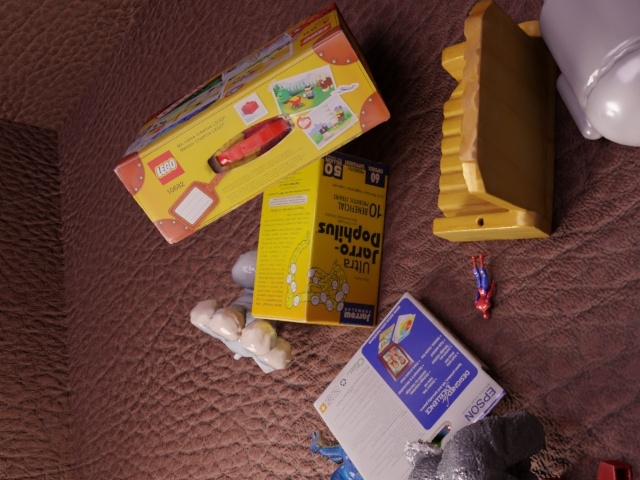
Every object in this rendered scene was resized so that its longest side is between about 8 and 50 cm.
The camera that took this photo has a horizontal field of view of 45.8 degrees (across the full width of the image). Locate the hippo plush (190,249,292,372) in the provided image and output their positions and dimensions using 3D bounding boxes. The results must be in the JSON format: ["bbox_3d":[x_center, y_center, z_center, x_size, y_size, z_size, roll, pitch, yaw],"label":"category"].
[{"bbox_3d":[-0.127,0.158,1.772,0.234,0.294,0.236,17,69,33],"label":"hippo plush"}]

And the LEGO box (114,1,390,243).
[{"bbox_3d":[-0.132,-0.254,1.565,0.500,0.193,0.372,-29,22,12],"label":"LEGO box"}]

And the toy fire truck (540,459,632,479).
[{"bbox_3d":[0.396,0.422,1.156,0.135,0.047,0.192,2,84,52],"label":"toy fire truck"}]

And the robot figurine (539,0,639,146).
[{"bbox_3d":[0.455,-0.285,1.111,0.300,0.200,0.353,114,146,-55],"label":"robot figurine"}]

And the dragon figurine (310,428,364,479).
[{"bbox_3d":[0.076,0.475,1.514,0.144,0.085,0.289,-58,43,26],"label":"dragon figurine"}]

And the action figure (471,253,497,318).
[{"bbox_3d":[0.295,0.084,1.371,0.038,0.030,0.115,-12,78,55],"label":"action figure"}]

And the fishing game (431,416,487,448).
[{"bbox_3d":[0.235,0.377,1.375,0.264,0.041,0.189,26,100,51],"label":"fishing game"}]

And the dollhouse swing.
[{"bbox_3d":[0.238,-0.191,1.282,0.315,0.305,0.346,-4,80,51],"label":"dollhouse swing"}]

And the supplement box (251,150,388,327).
[{"bbox_3d":[0.000,0.000,1.624,0.195,0.194,0.356,-2,81,51],"label":"supplement box"}]

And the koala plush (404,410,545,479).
[{"bbox_3d":[0.219,0.375,1.181,0.221,0.203,0.196,-30,56,42],"label":"koala plush"}]

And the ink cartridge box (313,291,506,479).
[{"bbox_3d":[0.162,0.300,1.403,0.303,0.072,0.307,-51,45,8],"label":"ink cartridge box"}]
